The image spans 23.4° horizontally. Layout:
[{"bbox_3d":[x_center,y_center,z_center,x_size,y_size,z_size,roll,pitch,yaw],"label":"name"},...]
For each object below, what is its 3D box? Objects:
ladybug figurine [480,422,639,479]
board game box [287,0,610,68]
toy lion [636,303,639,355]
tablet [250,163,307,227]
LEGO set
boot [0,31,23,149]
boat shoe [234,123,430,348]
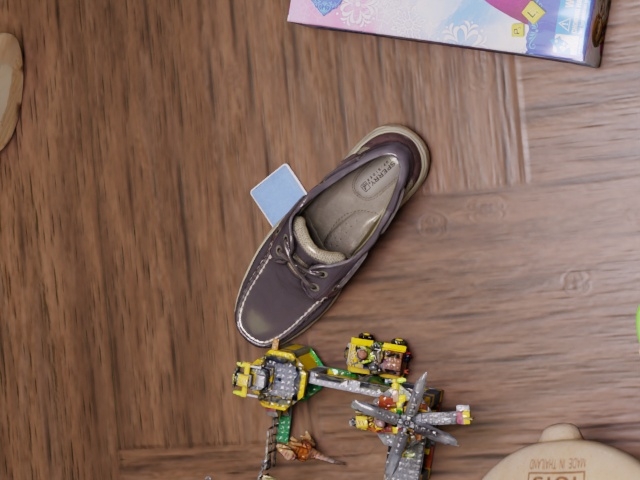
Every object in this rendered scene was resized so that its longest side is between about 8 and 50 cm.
[{"bbox_3d":[0.264,0.390,1.435,0.305,0.162,0.449,-5,90,30],"label":"ladybug figurine"},{"bbox_3d":[0.143,-0.350,1.527,0.318,0.066,0.318,10,95,23],"label":"board game box"},{"bbox_3d":[0.349,0.064,1.471,0.100,0.034,0.096,-12,80,24],"label":"toy lion"},{"bbox_3d":[-0.034,-0.034,1.645,0.054,0.006,0.083,-38,78,19],"label":"tablet"},{"bbox_3d":[-0.001,0.259,1.526,0.255,0.192,0.331,17,97,16],"label":"LEGO set"},{"bbox_3d":[-0.470,-0.127,1.778,0.211,0.104,0.295,23,104,21],"label":"boot"},{"bbox_3d":[0.000,0.000,1.579,0.103,0.092,0.285,44,107,6],"label":"boat shoe"}]
